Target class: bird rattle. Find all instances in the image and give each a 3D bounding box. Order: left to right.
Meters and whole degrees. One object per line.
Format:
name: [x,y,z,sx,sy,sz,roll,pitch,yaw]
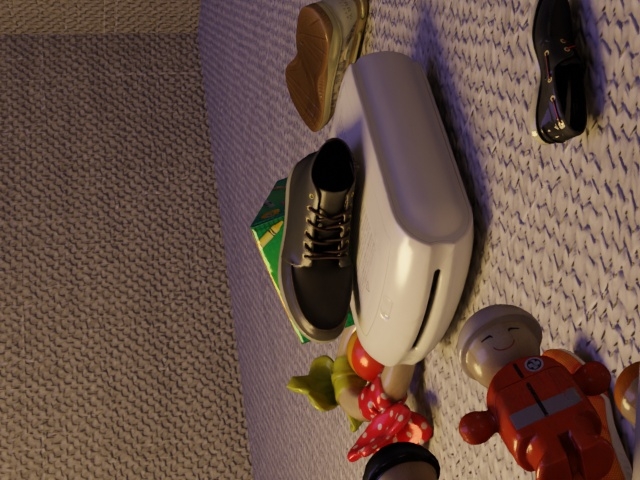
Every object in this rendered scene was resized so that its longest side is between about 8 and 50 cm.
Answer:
bird rattle: [0.061,0.173,1.495,0.253,0.143,0.207,-156,80,-73]

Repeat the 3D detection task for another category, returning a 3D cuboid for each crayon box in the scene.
crayon box: [-0.009,0.008,1.549,0.278,0.081,0.165,-71,-41,-74]

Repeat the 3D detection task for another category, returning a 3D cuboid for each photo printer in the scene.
photo printer: [0.087,-0.026,1.351,0.256,0.107,0.308,102,161,-50]

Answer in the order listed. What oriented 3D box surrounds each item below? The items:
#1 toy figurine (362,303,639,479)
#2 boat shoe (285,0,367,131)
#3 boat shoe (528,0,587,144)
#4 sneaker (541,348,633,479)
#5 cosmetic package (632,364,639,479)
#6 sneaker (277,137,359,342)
toy figurine: [0.157,0.163,0.798,0.213,0.209,0.148,-62,31,25]
boat shoe: [0.014,-0.258,1.722,0.105,0.089,0.285,56,160,15]
boat shoe: [0.201,-0.147,0.968,0.042,0.049,0.133,-10,74,49]
sneaker: [0.206,0.158,0.951,0.175,0.067,0.064,-103,14,-44]
cosmetic package: [0.271,0.126,0.546,0.309,0.113,0.160,-134,43,-72]
sneaker: [0.000,0.000,1.306,0.118,0.083,0.222,133,133,-73]
